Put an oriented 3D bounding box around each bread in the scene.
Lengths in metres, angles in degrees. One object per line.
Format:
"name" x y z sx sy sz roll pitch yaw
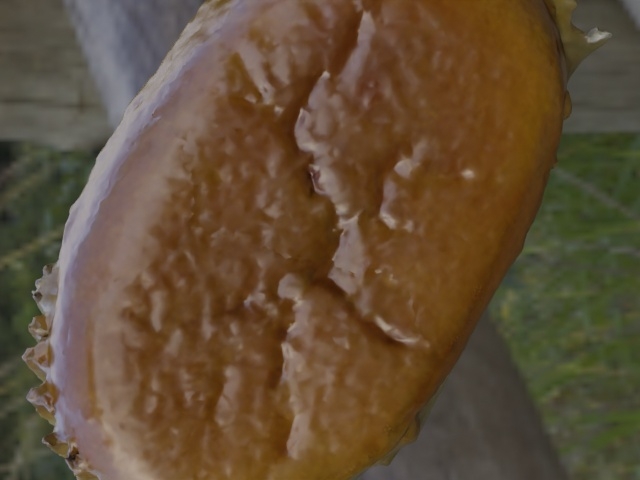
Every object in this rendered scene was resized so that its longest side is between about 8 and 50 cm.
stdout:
"bread" -0.012 -0.004 1.111 0.183 0.236 0.389 90 -155 -82
